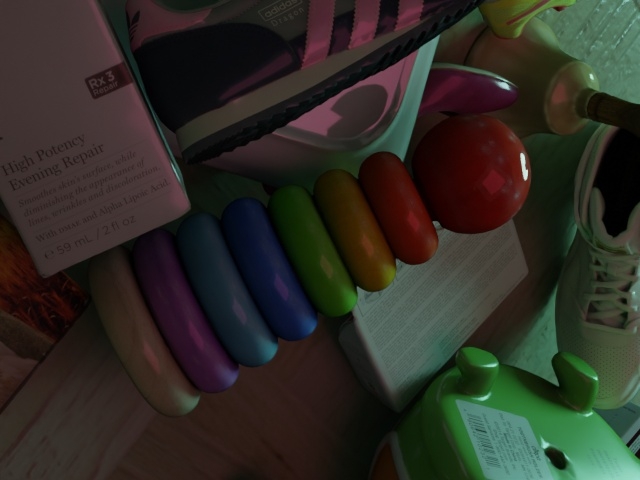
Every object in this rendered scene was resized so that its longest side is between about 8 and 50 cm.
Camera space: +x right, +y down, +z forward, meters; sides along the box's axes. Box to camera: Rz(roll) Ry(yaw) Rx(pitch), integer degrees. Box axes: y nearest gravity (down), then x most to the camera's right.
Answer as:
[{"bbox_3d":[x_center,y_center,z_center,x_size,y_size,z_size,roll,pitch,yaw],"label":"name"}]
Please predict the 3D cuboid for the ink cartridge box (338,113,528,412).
[{"bbox_3d":[0.085,0.015,1.354,0.189,0.066,0.232,-45,139,-16],"label":"ink cartridge box"}]

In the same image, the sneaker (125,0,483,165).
[{"bbox_3d":[0.012,-0.177,1.103,0.319,0.112,0.131,-30,89,-26],"label":"sneaker"}]

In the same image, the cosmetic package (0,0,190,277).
[{"bbox_3d":[-0.184,-0.107,1.045,0.117,0.085,0.231,-25,111,-2],"label":"cosmetic package"}]

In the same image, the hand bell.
[{"bbox_3d":[0.244,-0.110,1.343,0.126,0.242,0.126,-15,116,-34],"label":"hand bell"}]

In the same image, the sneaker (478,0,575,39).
[{"bbox_3d":[0.210,-0.251,1.380,0.208,0.081,0.094,-35,133,-17],"label":"sneaker"}]

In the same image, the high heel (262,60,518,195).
[{"bbox_3d":[0.058,-0.092,1.298,0.244,0.082,0.117,0,98,-35],"label":"high heel"}]

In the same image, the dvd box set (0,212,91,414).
[{"bbox_3d":[-0.376,0.029,1.007,0.307,0.062,0.420,-51,131,-13],"label":"dvd box set"}]

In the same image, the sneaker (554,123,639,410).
[{"bbox_3d":[0.265,0.021,1.461,0.169,0.108,0.292,-6,104,-71],"label":"sneaker"}]

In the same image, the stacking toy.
[{"bbox_3d":[0.000,0.000,1.172,0.330,0.141,0.141,-27,126,1],"label":"stacking toy"}]

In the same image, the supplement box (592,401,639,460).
[{"bbox_3d":[0.316,0.281,1.664,0.130,0.073,0.239,-45,128,-17],"label":"supplement box"}]

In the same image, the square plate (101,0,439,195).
[{"bbox_3d":[-0.036,-0.215,1.154,0.347,0.049,0.344,15,96,-29],"label":"square plate"}]

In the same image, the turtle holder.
[{"bbox_3d":[0.179,0.240,1.445,0.320,0.243,0.227,-12,147,-54],"label":"turtle holder"}]
